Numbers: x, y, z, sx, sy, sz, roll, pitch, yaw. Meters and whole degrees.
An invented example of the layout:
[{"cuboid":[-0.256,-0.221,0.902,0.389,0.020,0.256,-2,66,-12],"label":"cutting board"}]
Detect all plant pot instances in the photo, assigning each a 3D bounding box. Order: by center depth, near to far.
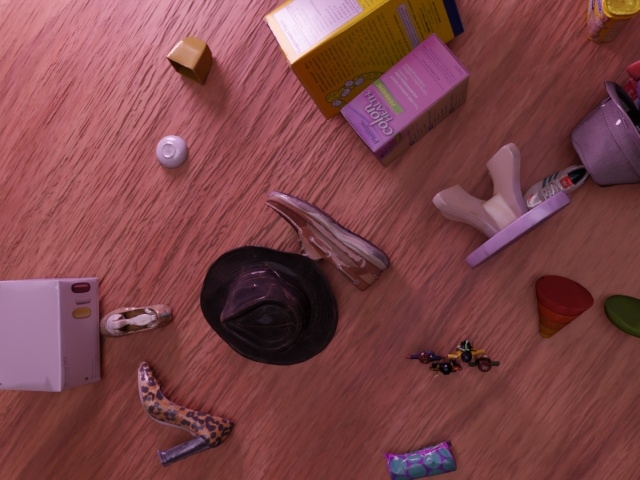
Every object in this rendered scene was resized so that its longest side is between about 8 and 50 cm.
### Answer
[{"cuboid":[-0.311,-0.447,1.497,0.081,0.081,0.083,27,82,11],"label":"plant pot"}]

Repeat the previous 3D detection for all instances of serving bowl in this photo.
[{"cuboid":[-0.374,-0.223,1.526,0.083,0.027,0.083,-1,87,11],"label":"serving bowl"}]

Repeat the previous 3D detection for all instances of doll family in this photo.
[{"cuboid":[0.286,0.259,1.334,0.193,0.111,0.076,-15,85,11],"label":"doll family"}]

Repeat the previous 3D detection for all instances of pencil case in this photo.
[{"cuboid":[0.223,0.492,1.363,0.152,0.064,0.070,-17,101,10],"label":"pencil case"}]

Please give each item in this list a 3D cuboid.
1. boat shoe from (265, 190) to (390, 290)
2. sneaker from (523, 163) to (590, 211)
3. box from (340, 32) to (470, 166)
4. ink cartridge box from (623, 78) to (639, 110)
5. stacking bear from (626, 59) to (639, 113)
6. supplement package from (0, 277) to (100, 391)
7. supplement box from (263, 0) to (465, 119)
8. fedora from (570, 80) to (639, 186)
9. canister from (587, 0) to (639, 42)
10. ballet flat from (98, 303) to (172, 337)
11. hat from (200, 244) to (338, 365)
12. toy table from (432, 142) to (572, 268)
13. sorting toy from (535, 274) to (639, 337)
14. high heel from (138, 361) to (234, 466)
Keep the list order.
[{"cuboid":[0.000,0.000,1.398,0.324,0.123,0.116,34,97,12],"label":"boat shoe"},{"cuboid":[0.508,-0.118,1.319,0.161,0.075,0.057,-30,83,9],"label":"sneaker"},{"cuboid":[0.186,-0.291,1.320,0.243,0.213,0.117,-40,82,8],"label":"box"},{"cuboid":[0.741,-0.285,1.278,0.127,0.072,0.175,-28,83,10],"label":"ink cartridge box"},{"cuboid":[0.714,-0.228,1.171,0.164,0.175,0.289,-20,92,10],"label":"stacking bear"},{"cuboid":[-0.669,0.225,1.501,0.204,0.145,0.261,-3,88,19],"label":"supplement package"},{"cuboid":[0.092,-0.467,1.323,0.357,0.195,0.194,-31,54,9],"label":"supplement box"},{"cuboid":[0.591,-0.188,1.231,0.124,0.275,0.243,-31,113,33],"label":"fedora"},{"cuboid":[0.604,-0.494,1.263,0.073,0.170,0.126,2,88,12],"label":"canister"},{"cuboid":[-0.469,0.197,1.511,0.206,0.067,0.073,-15,87,11],"label":"ballet flat"},{"cuboid":[-0.131,0.172,1.377,0.331,0.134,0.331,4,110,11],"label":"hat"},{"cuboid":[0.367,-0.070,1.271,0.161,0.252,0.274,57,135,13],"label":"toy table"},{"cuboid":[0.618,0.192,1.292,0.366,0.127,0.126,17,121,9],"label":"sorting toy"},{"cuboid":[-0.331,0.391,1.488,0.186,0.093,0.261,-20,71,-12],"label":"high heel"}]
